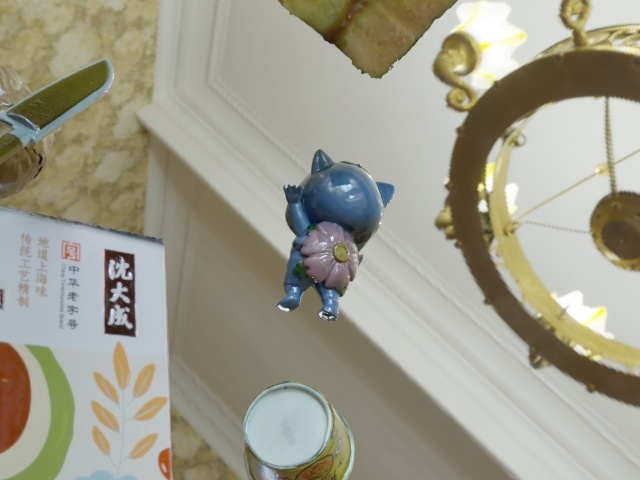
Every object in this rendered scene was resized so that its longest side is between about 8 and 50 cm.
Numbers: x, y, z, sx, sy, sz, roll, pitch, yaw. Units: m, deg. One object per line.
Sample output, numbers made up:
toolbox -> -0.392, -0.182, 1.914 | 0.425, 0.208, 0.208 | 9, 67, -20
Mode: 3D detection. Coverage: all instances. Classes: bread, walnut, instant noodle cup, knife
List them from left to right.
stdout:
walnut -> -0.502, -0.157, 1.215 | 0.245, 0.198, 0.198 | -24, -82, 46
knife -> -0.349, -0.140, 0.963 | 0.061, 0.343, 0.027 | 29, -45, 11
instant noodle cup -> -0.041, 0.307, 1.269 | 0.182, 0.182, 0.144 | 36, -21, 25
bread -> 0.007, -0.297, 0.749 | 0.167, 0.163, 0.264 | -48, -131, 14

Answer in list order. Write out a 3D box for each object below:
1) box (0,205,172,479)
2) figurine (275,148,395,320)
box -> -0.285, 0.164, 0.577 | 0.122, 0.344, 0.385 | -32, -124, 44
figurine -> 0.004, 0.003, 0.884 | 0.114, 0.178, 0.144 | 17, -26, 0
